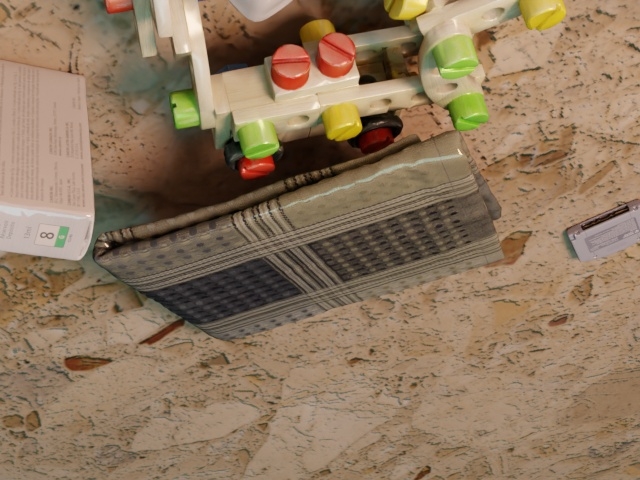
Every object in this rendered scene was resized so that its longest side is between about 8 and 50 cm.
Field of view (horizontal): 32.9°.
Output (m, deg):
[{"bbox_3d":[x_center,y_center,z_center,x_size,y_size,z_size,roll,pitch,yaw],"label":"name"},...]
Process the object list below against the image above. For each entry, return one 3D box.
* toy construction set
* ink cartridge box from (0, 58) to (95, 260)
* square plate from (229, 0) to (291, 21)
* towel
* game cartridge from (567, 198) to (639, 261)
[{"bbox_3d":[0.002,-0.147,0.815,0.327,0.151,0.215,2,161,-5],"label":"toy construction set"},{"bbox_3d":[-0.283,-0.075,0.799,0.224,0.181,0.056,7,130,-21],"label":"ink cartridge box"},{"bbox_3d":[-0.003,-0.342,0.597,0.347,0.049,0.344,-36,122,10],"label":"square plate"},{"bbox_3d":[0.000,0.000,0.973,0.324,0.056,0.312,-16,159,10],"label":"towel"},{"bbox_3d":[0.304,-0.008,1.137,0.083,0.017,0.056,-24,133,12],"label":"game cartridge"}]
